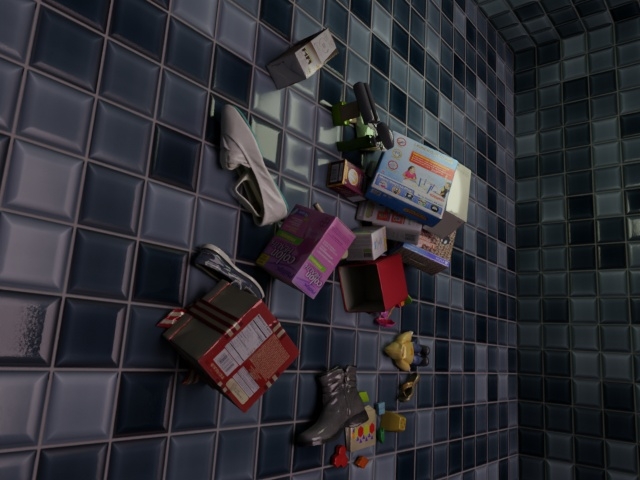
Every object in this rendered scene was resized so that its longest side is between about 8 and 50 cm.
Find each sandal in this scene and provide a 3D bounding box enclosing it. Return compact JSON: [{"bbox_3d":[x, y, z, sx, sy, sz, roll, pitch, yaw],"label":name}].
[{"bbox_3d":[0.383,0.639,2.287,0.049,0.072,0.180,53,45,-12],"label":"sandal"}]

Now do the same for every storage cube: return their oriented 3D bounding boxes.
[{"bbox_3d":[0.208,0.166,2.037,0.193,0.184,0.214,-19,99,-52],"label":"storage cube"}]

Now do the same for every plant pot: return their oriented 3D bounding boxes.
[{"bbox_3d":[0.306,0.755,2.161,0.082,0.083,0.081,31,62,-44],"label":"plant pot"}]

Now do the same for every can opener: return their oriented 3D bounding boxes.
[{"bbox_3d":[0.210,-0.471,1.963,0.076,0.095,0.283,-13,85,-52],"label":"can opener"}]

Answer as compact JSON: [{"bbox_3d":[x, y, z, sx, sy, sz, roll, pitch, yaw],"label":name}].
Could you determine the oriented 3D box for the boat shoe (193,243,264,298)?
[{"bbox_3d":[-0.267,0.114,1.529,0.254,0.095,0.079,50,48,-33],"label":"boat shoe"}]

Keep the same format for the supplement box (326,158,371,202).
[{"bbox_3d":[0.115,-0.231,2.053,0.188,0.081,0.104,25,66,-47],"label":"supplement box"}]

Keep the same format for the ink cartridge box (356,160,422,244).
[{"bbox_3d":[0.311,-0.167,2.210,0.130,0.272,0.309,82,22,-63],"label":"ink cartridge box"}]

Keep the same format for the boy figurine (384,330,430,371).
[{"bbox_3d":[0.378,0.481,2.281,0.285,0.092,0.177,28,67,-49],"label":"boy figurine"}]

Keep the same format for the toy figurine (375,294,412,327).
[{"bbox_3d":[0.287,0.282,2.172,0.159,0.130,0.173,-61,141,-24],"label":"toy figurine"}]

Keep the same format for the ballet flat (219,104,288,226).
[{"bbox_3d":[-0.230,-0.216,1.607,0.139,0.139,0.400,-49,123,-42],"label":"ballet flat"}]

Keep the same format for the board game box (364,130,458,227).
[{"bbox_3d":[0.369,-0.249,2.094,0.309,0.086,0.301,25,62,-4],"label":"board game box"}]

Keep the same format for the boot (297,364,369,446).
[{"bbox_3d":[0.021,0.573,1.834,0.338,0.118,0.222,-9,81,-50],"label":"boot"}]

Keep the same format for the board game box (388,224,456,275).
[{"bbox_3d":[0.465,-0.029,2.327,0.232,0.141,0.290,23,64,-11],"label":"board game box"}]

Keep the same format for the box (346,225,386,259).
[{"bbox_3d":[0.180,0.008,2.033,0.203,0.114,0.103,-25,112,-66],"label":"box"}]

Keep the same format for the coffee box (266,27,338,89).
[{"bbox_3d":[-0.060,-0.643,1.844,0.246,0.141,0.098,-52,124,-40],"label":"coffee box"}]

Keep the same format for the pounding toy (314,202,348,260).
[{"bbox_3d":[0.000,0.000,1.889,0.183,0.110,0.236,44,23,-25],"label":"pounding toy"}]

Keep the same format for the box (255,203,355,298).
[{"bbox_3d":[-0.050,0.029,1.656,0.117,0.214,0.242,42,77,-39],"label":"box"}]

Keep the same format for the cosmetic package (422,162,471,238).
[{"bbox_3d":[0.544,-0.179,2.232,0.113,0.160,0.309,29,51,-14],"label":"cosmetic package"}]

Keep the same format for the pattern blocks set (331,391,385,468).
[{"bbox_3d":[0.154,0.733,2.021,0.325,0.026,0.285,22,69,-47],"label":"pattern blocks set"}]

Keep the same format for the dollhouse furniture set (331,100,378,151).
[{"bbox_3d":[0.203,-0.471,2.135,0.302,0.151,0.197,-12,95,-51],"label":"dollhouse furniture set"}]

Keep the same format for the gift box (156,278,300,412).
[{"bbox_3d":[-0.263,0.278,1.396,0.276,0.258,0.255,-39,119,-24],"label":"gift box"}]
